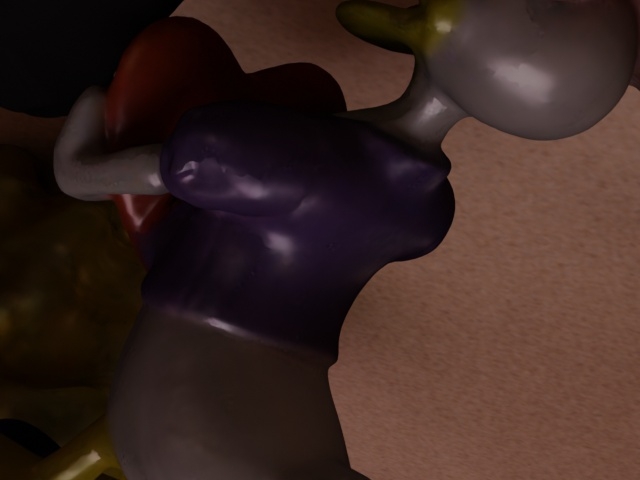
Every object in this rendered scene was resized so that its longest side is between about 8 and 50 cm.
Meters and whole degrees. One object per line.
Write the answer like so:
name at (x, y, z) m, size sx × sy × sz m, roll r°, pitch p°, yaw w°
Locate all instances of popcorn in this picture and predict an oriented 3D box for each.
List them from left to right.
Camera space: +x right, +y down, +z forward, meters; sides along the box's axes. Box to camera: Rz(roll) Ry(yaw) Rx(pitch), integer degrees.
popcorn at (-0.145, 0.097, 0.938) m, size 0.325 × 0.321 × 0.290 m, roll 39°, pitch 144°, yaw 10°

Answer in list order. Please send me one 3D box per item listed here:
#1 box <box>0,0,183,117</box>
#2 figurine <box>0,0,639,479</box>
box at (-0.168, -0.169, 0.669) m, size 0.289 × 0.073 × 0.290 m, roll 29°, pitch 152°, yaw -18°
figurine at (-0.005, 0.001, 0.652) m, size 0.154 × 0.421 × 0.193 m, roll 23°, pitch -160°, yaw -47°
